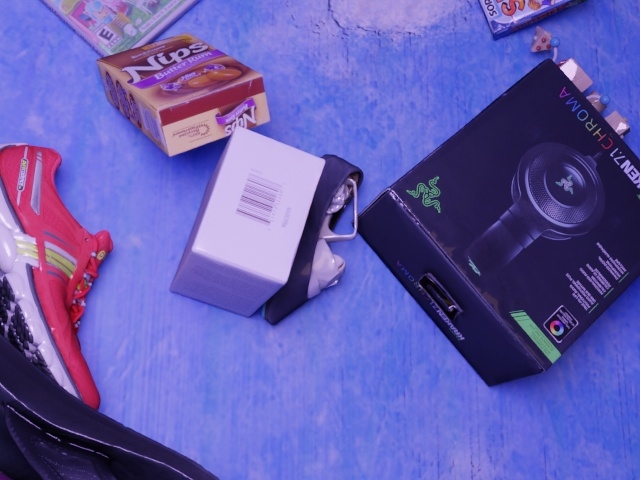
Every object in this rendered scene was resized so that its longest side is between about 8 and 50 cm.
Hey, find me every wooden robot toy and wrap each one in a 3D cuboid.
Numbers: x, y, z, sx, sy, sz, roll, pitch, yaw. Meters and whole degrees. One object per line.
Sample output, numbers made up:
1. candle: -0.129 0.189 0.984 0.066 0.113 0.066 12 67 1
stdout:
1. wooden robot toy: 0.299 -0.179 1.100 0.079 0.076 0.173 -40 89 13

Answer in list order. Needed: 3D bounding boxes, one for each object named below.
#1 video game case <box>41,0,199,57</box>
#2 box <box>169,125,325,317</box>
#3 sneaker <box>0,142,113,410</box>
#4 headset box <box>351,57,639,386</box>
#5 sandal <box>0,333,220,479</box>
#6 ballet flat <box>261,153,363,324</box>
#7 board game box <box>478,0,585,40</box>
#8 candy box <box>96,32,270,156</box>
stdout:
1. video game case: -0.223 -0.321 0.989 0.193 0.023 0.212 43 68 -2
2. box: -0.075 -0.012 0.867 0.091 0.170 0.130 20 71 -10
3. sneaker: -0.248 0.032 0.842 0.118 0.107 0.278 -16 83 -31
4. headset box: 0.211 -0.014 0.977 0.283 0.131 0.246 -38 88 -22
5. sandal: -0.234 0.213 0.754 0.446 0.167 0.107 34 31 2
6. ballet flat: 0.000 0.000 0.937 0.074 0.074 0.203 23 67 -10
7. board game box: 0.242 -0.369 1.106 0.136 0.035 0.201 -23 81 10
8. candy box: -0.142 -0.152 0.887 0.109 0.187 0.053 -23 123 -22
